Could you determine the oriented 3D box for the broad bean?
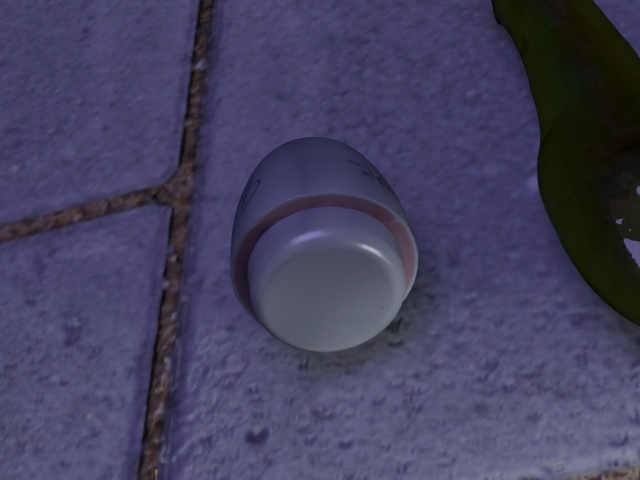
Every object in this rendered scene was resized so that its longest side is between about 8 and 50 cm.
[{"bbox_3d":[0.133,-0.067,0.705,0.075,0.067,0.325,-1,40,-13],"label":"broad bean"}]

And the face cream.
[{"bbox_3d":[0.000,0.000,0.690,0.091,0.091,0.095,-22,36,9],"label":"face cream"}]
